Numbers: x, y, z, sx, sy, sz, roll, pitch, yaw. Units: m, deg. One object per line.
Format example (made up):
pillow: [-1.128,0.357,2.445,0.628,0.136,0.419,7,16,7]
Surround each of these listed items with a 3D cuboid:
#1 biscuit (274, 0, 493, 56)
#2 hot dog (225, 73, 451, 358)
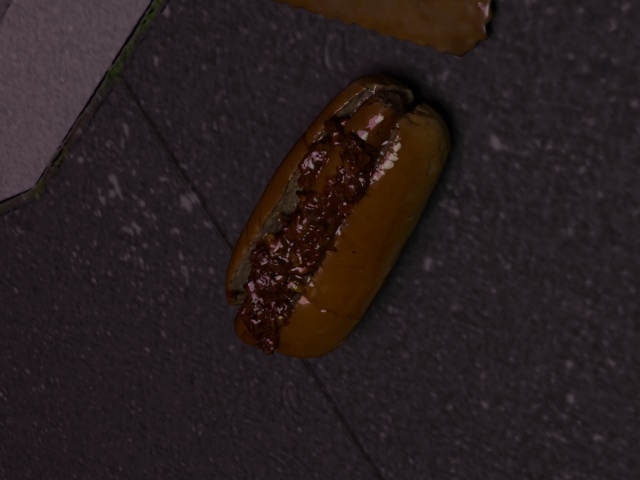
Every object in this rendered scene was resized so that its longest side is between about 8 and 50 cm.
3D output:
biscuit: [0.004,-0.236,0.740,0.237,0.013,0.232,22,127,29]
hot dog: [0.000,0.000,0.838,0.102,0.076,0.249,41,133,10]
